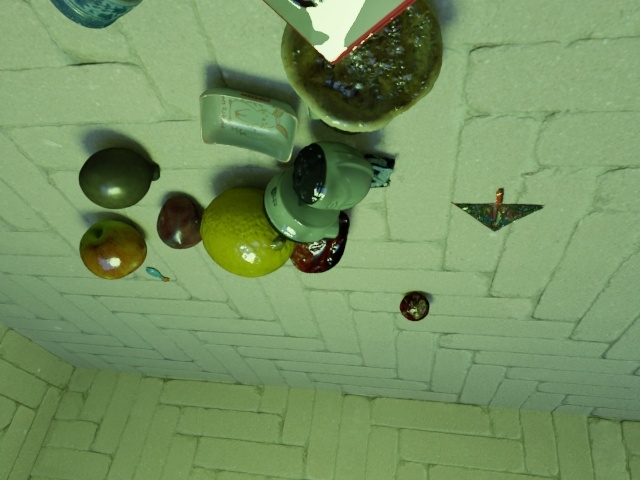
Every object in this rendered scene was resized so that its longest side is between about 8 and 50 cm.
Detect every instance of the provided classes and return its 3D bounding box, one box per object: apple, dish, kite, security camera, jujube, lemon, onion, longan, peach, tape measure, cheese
[{"bbox_3d":[-0.675,0.026,1.556,0.196,0.195,0.195,7,147,4],"label":"apple"},{"bbox_3d":[-0.157,-0.270,1.069,0.213,0.077,0.151,12,145,-4],"label":"dish"},{"bbox_3d":[0.464,-0.076,1.273,0.233,0.009,0.189,1,146,13],"label":"kite"},{"bbox_3d":[-0.001,-0.121,1.119,0.191,0.196,0.277,6,157,-31],"label":"security camera"},{"bbox_3d":[0.000,0.000,1.375,0.168,0.168,0.236,20,144,-16],"label":"jujube"},{"bbox_3d":[-0.193,-0.024,1.296,0.268,0.267,0.267,7,147,4],"label":"lemon"},{"bbox_3d":[0.338,0.236,1.714,0.107,0.097,0.107,3,108,10],"label":"onion"},{"bbox_3d":[-0.526,-0.164,1.264,0.205,0.158,0.185,-17,-179,-32],"label":"longan"},{"bbox_3d":[-0.408,-0.043,1.420,0.152,0.151,0.152,7,147,4],"label":"peach"},{"bbox_3d":[0.130,-0.168,1.174,0.095,0.054,0.091,6,141,1],"label":"tape measure"},{"bbox_3d":[-0.636,0.135,1.867,0.047,0.017,0.111,-9,143,32],"label":"cheese"}]

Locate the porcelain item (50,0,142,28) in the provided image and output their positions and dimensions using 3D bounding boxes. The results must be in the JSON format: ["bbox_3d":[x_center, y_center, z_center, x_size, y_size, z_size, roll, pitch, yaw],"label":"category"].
[{"bbox_3d":[-0.381,-0.442,0.798,0.114,0.147,0.147,-11,142,33],"label":"porcelain item"}]

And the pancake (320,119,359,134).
[{"bbox_3d":[0.059,-0.283,1.043,0.140,0.022,0.139,7,146,4],"label":"pancake"}]

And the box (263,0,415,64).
[{"bbox_3d":[0.033,-0.455,0.525,0.314,0.312,0.300,33,142,-31],"label":"box"}]

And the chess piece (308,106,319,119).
[{"bbox_3d":[0.094,-0.309,0.912,0.244,0.133,0.133,-3,145,10],"label":"chess piece"}]

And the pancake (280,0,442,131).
[{"bbox_3d":[0.072,-0.327,0.831,0.283,0.049,0.282,0,103,0],"label":"pancake"}]
